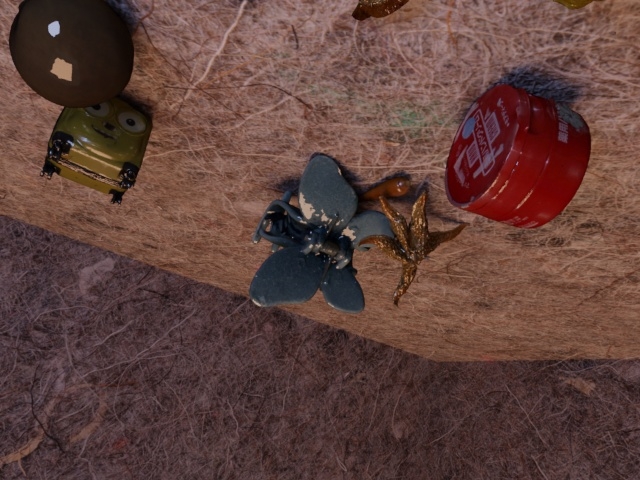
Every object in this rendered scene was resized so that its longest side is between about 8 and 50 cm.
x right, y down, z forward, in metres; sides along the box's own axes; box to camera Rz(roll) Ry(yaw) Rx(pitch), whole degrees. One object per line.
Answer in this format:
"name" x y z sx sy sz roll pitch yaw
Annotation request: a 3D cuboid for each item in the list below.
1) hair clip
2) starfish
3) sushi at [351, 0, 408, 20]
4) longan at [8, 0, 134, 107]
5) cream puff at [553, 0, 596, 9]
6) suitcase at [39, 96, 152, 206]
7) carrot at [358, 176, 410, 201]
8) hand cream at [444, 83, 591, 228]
"hair clip" 0.000 0.000 1.414 0.318 0.392 0.238 23 -176 -22
"starfish" 0.232 -0.011 1.323 0.293 0.301 0.084 50 177 -41
"sushi" 0.092 -0.353 0.738 0.055 0.052 0.120 9 168 -37
"longan" -0.420 -0.325 0.912 0.197 0.196 0.220 25 151 -30
"cream puff" 0.301 -0.321 0.592 0.146 0.146 0.116 10 177 7
"suitcase" -0.486 -0.220 1.186 0.194 0.234 0.143 23 139 -27
"carrot" 0.147 -0.120 1.338 0.048 0.048 0.216 23 162 -26
"hand cream" 0.330 -0.138 0.915 0.149 0.230 0.230 19 159 -14
